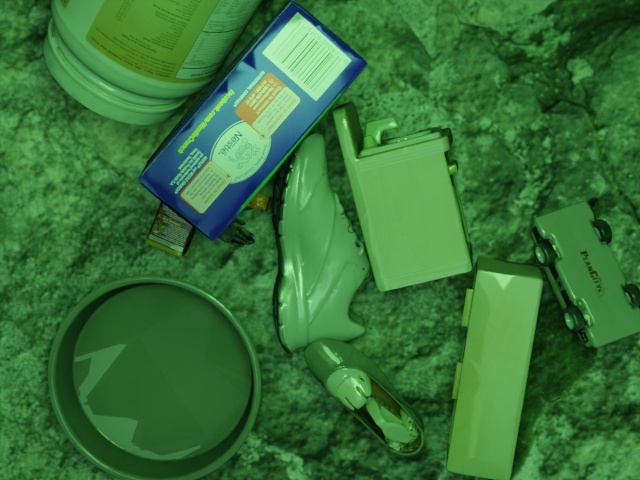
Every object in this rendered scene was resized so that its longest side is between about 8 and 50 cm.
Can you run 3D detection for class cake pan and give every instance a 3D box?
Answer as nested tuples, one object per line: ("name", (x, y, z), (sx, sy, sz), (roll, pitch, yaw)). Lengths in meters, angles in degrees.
("cake pan", (-0.222, 0.186, 1.893), (0.293, 0.054, 0.293), (1, 100, 6))

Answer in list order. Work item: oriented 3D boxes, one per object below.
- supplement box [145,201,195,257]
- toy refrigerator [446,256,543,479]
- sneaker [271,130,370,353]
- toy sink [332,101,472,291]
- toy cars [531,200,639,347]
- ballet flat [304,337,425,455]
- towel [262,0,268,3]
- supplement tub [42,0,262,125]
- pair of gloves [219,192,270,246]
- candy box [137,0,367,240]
("supplement box", (-0.192, -0.027, 1.860), (0.055, 0.043, 0.083), (24, 101, 1))
("toy refrigerator", (0.221, 0.165, 1.819), (0.094, 0.102, 0.269), (9, 101, 5))
("sneaker", (0.000, 0.000, 1.827), (0.129, 0.111, 0.297), (-2, 106, -5))
("toy sink", (0.112, -0.072, 1.766), (0.131, 0.153, 0.234), (-14, 97, 8))
("toy cars", (0.428, 0.102, 1.791), (0.393, 0.087, 0.176), (29, 66, 2))
("ballet flat", (0.064, 0.207, 1.825), (0.072, 0.068, 0.213), (-40, 115, 15))
("towel", (-0.106, -0.332, 1.808), (0.119, 0.029, 0.067), (-17, 98, 8))
("supplement tub", (-0.187, -0.316, 1.680), (0.228, 0.228, 0.316), (37, 126, -1))
("pair of gloves", (-0.112, -0.036, 1.867), (0.074, 0.010, 0.083), (23, 102, 2))
("candy box", (-0.086, -0.146, 1.670), (0.122, 0.317, 0.268), (41, 92, -9))
